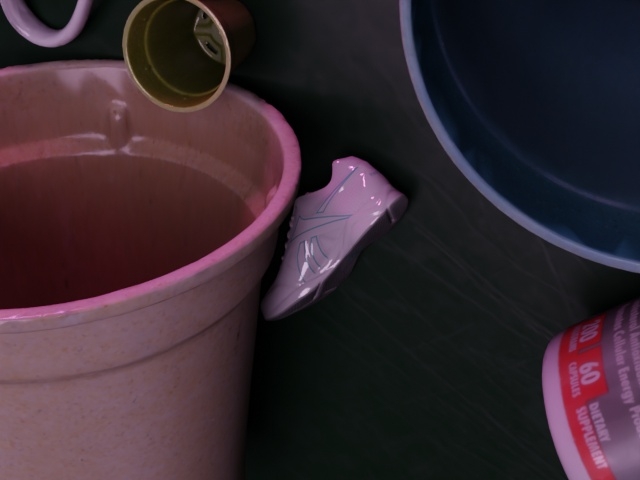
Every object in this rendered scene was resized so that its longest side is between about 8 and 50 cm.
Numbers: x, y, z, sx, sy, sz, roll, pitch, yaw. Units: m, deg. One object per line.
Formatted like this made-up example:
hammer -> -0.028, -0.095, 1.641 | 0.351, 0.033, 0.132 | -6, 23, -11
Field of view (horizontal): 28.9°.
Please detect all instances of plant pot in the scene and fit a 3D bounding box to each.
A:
plant pot -> -0.175, 0.079, 0.895 | 0.334, 0.334, 0.305 | 11, 125, 19
plant pot -> 0.192, -0.161, 0.632 | 0.272, 0.255, 0.271 | 6, 122, 9
plant pot -> -0.084, -0.141, 0.879 | 0.083, 0.079, 0.083 | 9, 115, 20

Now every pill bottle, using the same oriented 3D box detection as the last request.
pill bottle -> 0.294, 0.077, 0.756 | 0.283, 0.161, 0.161 | -29, 97, 30

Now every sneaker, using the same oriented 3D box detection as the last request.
sneaker -> 0.000, 0.000, 0.922 | 0.061, 0.054, 0.152 | 49, 118, 15

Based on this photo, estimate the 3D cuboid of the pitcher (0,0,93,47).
pitcher -> -0.184, -0.227, 0.877 | 0.207, 0.125, 0.178 | -8, 128, 37
